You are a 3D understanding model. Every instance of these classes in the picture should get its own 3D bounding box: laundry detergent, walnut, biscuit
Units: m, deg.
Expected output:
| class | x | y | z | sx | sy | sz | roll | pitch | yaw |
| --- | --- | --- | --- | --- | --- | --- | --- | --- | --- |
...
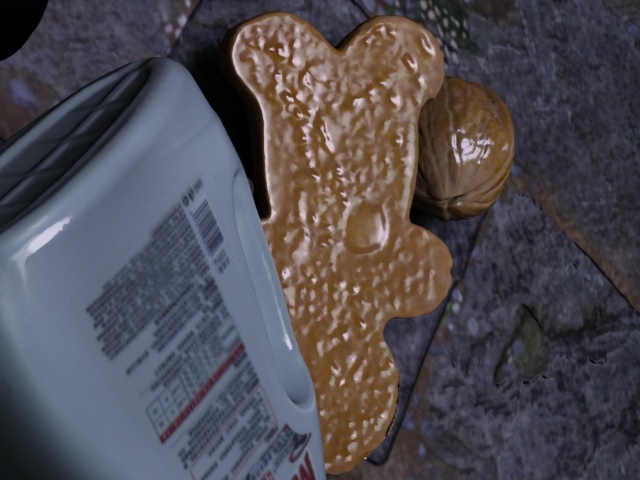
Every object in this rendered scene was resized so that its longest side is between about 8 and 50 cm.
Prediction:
| class | x | y | z | sx | sy | sz | roll | pitch | yaw |
| --- | --- | --- | --- | --- | --- | --- | --- | --- | --- |
| laundry detergent | -0.079 | 0.115 | 1.054 | 0.264 | 0.124 | 0.398 | -54 | 127 | -49 |
| walnut | 0.104 | -0.076 | 1.403 | 0.105 | 0.105 | 0.124 | 28 | 42 | -37 |
| biscuit | 0.000 | 0.000 | 1.292 | 0.216 | 0.047 | 0.340 | -1 | 88 | -31 |

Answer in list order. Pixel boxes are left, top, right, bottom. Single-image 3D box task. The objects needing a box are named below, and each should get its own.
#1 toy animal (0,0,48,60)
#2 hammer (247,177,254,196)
| class | x | y | z | sx | sy | sz | roll | pitch | yaw |
| --- | --- | --- | --- | --- | --- | --- | --- | --- | --- |
| toy animal | -0.208 | -0.222 | 1.084 | 0.187 | 0.165 | 0.235 | 44 | 52 | -5 |
| hammer | -0.104 | 0.120 | 1.149 | 0.111 | 0.043 | 0.365 | 35 | 60 | -41 |
